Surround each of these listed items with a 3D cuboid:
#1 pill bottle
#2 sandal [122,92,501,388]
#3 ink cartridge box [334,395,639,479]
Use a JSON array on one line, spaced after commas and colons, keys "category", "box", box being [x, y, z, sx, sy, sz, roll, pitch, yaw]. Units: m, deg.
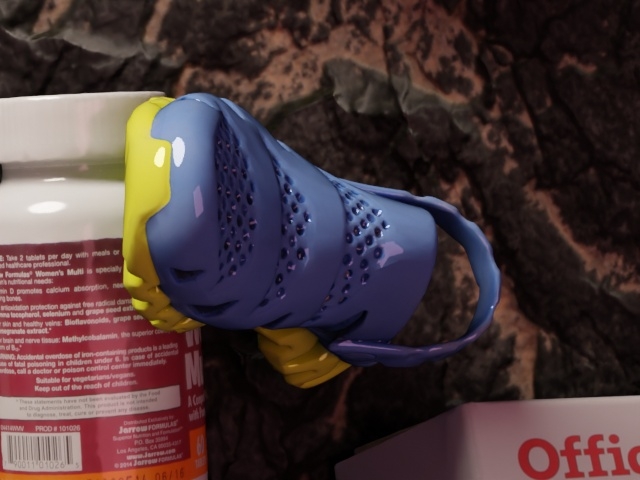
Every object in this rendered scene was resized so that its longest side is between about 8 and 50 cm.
[{"category": "pill bottle", "box": [-0.126, 0.033, 1.035, 0.121, 0.121, 0.221, -4, 93, -28]}, {"category": "sandal", "box": [0.000, 0.000, 1.009, 0.317, 0.138, 0.126, 26, 63, -65]}, {"category": "ink cartridge box", "box": [0.189, 0.292, 1.115, 0.285, 0.166, 0.395, 1, 71, -29]}]
